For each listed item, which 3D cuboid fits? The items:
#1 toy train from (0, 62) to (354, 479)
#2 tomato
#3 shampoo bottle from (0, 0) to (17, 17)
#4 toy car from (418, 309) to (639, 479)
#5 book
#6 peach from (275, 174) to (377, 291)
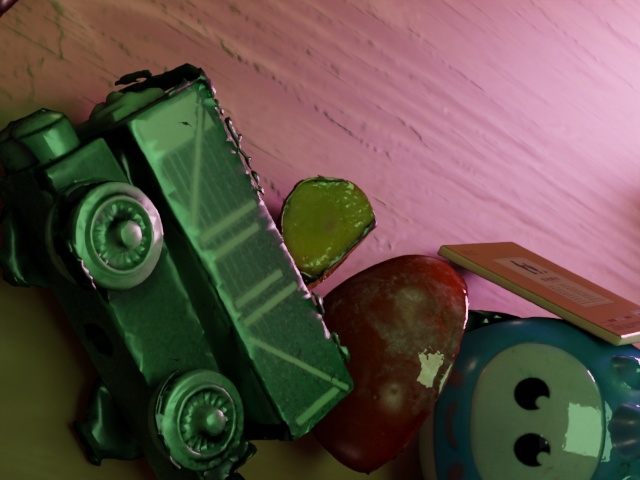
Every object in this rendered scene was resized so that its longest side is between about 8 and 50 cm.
[{"bbox_3d":[-0.090,0.033,0.754,0.154,0.115,0.269,-37,107,-38],"label":"toy train"},{"bbox_3d":[0.031,0.072,0.868,0.091,0.139,0.159,33,52,-10],"label":"tomato"},{"bbox_3d":[-0.184,-0.223,0.734,0.129,0.084,0.323,52,49,-21],"label":"shampoo bottle"},{"bbox_3d":[0.197,0.152,0.972,0.255,0.190,0.188,18,69,-40],"label":"toy car"},{"bbox_3d":[0.194,0.040,1.012,0.118,0.172,0.012,-1,114,-52],"label":"book"},{"bbox_3d":[0.000,0.000,0.898,0.077,0.050,0.083,9,63,-21],"label":"peach"}]
